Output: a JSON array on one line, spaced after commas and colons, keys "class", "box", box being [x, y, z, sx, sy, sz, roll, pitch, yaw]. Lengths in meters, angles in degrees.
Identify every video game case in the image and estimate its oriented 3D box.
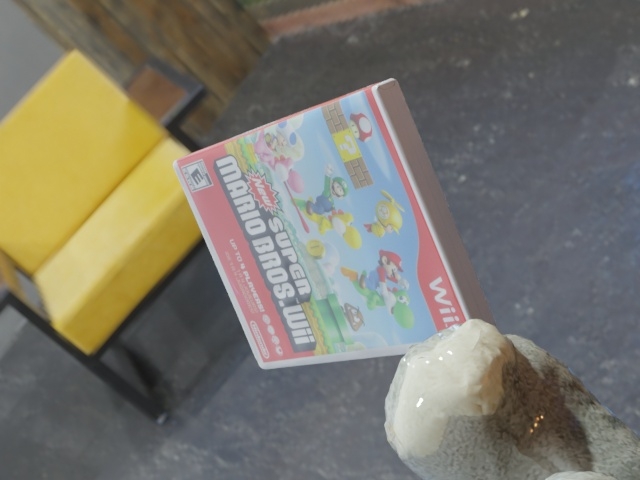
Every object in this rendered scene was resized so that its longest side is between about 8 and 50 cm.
[{"class": "video game case", "box": [0.000, 0.000, 1.020, 0.025, 0.204, 0.285, -28, 9, -37]}]

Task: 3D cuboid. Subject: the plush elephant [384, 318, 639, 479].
[{"class": "plush elephant", "box": [0.214, 0.051, 0.378, 0.330, 0.271, 0.255, 57, 148, 34]}]
